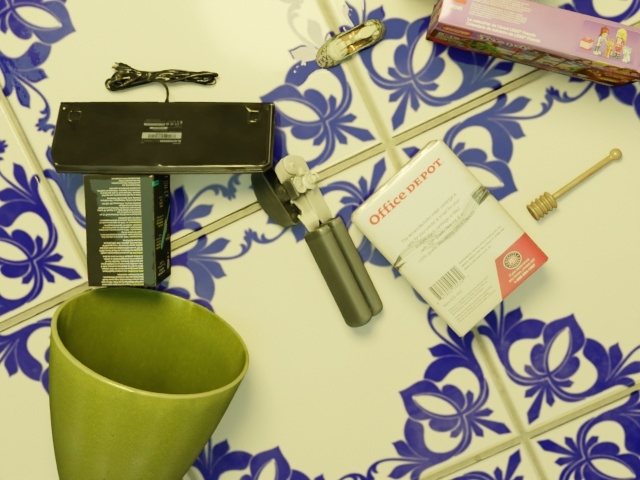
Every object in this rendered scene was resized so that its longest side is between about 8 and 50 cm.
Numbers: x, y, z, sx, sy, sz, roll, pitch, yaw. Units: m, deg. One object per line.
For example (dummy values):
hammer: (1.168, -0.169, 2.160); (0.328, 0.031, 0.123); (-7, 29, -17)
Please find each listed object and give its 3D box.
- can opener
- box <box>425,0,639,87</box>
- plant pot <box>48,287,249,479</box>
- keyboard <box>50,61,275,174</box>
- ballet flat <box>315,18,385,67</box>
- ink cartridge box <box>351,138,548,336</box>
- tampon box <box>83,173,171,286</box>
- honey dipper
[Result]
can opener: (0.000, 0.000, 1.321); (0.093, 0.074, 0.280); (-28, 94, 39)
box: (0.298, -0.276, 1.207); (0.293, 0.201, 0.057); (14, 96, 1)
plant pot: (-0.276, 0.261, 1.270); (0.275, 0.275, 0.293); (19, 112, 0)
keyboard: (-0.224, -0.176, 1.277); (0.317, 0.033, 0.201); (1, 60, 1)
ballet flat: (0.043, -0.292, 1.294); (0.114, 0.041, 0.041); (-28, 94, 5)
ink cartridge box: (0.183, -0.008, 1.289); (0.172, 0.100, 0.237); (-43, 94, 5)
tampon box: (-0.280, -0.019, 1.292); (0.101, 0.120, 0.161); (0, 96, 1)
honey dipper: (0.380, -0.087, 1.313); (0.161, 0.030, 0.030); (-35, 94, 1)
